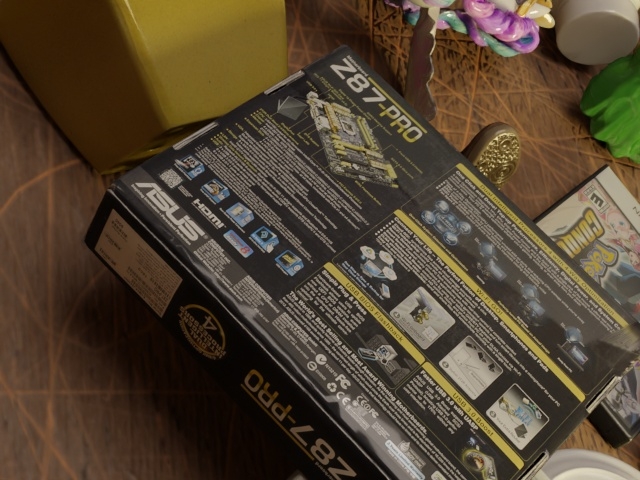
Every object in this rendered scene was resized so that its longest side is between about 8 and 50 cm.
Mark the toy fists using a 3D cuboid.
[{"bbox_3d":[0.451,-0.146,1.711,0.279,0.142,0.096,20,39,-23],"label":"toy fists"}]

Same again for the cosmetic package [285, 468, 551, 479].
[{"bbox_3d":[0.122,0.316,1.139,0.377,0.097,0.284,48,49,5],"label":"cosmetic package"}]

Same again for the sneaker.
[{"bbox_3d":[0.150,-0.067,1.432,0.066,0.188,0.071,-15,56,-23],"label":"sneaker"}]

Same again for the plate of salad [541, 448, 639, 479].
[{"bbox_3d":[0.271,0.296,1.360,0.200,0.048,0.199,10,49,-12],"label":"plate of salad"}]

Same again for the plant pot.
[{"bbox_3d":[-0.151,-0.180,1.298,0.212,0.212,0.187,-19,86,-40],"label":"plant pot"}]

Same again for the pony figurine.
[{"bbox_3d":[0.126,-0.296,1.508,0.363,0.303,0.351,37,28,-14],"label":"pony figurine"}]

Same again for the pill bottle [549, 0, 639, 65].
[{"bbox_3d":[0.350,-0.344,1.771,0.131,0.131,0.229,20,53,-22],"label":"pill bottle"}]

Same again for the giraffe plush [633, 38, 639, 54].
[{"bbox_3d":[0.516,-0.266,1.822,0.170,0.210,0.181,-89,155,-59],"label":"giraffe plush"}]

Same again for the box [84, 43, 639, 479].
[{"bbox_3d":[0.049,0.043,1.162,0.395,0.097,0.318,44,50,9],"label":"box"}]

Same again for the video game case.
[{"bbox_3d":[0.330,0.065,1.563,0.275,0.035,0.248,-34,84,-42],"label":"video game case"}]
